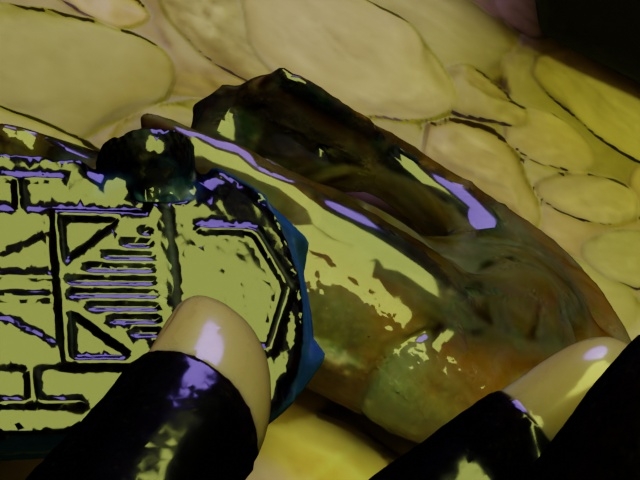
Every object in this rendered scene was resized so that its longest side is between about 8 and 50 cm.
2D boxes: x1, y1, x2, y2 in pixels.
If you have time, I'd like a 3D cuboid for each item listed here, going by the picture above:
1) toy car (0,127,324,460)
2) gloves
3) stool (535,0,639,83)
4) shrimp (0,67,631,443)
[{"bbox_3d":[-0.105,0.021,0.512,0.216,0.063,0.103,2,65,-23],"label":"toy car"},{"bbox_3d":[-0.006,0.118,0.403,0.197,0.152,0.301,44,67,8],"label":"gloves"},{"bbox_3d":[0.199,-0.172,0.783,0.232,0.232,0.141,23,38,-7],"label":"stool"},{"bbox_3d":[0.006,-0.009,0.621,0.254,0.059,0.145,28,37,-2],"label":"shrimp"}]
